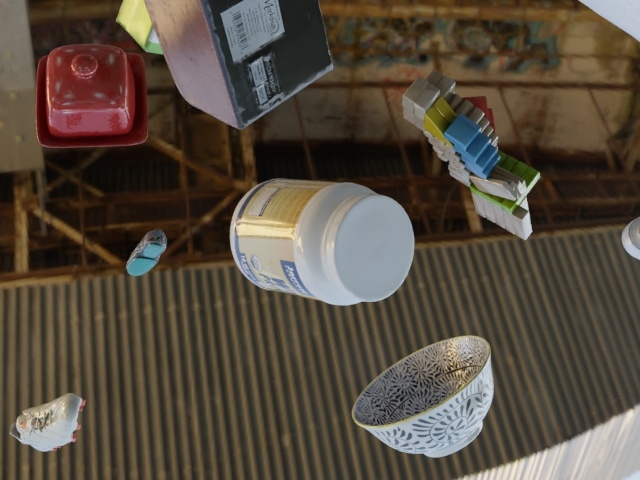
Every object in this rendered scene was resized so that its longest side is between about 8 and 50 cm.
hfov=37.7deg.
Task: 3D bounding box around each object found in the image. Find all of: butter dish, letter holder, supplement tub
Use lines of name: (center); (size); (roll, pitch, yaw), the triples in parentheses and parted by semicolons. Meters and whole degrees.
butter dish: (-0.331, -0.223, 1.339); (0.160, 0.118, 0.160); (-3, -111, -7)
letter holder: (-0.136, -0.314, 1.057); (0.152, 0.301, 0.214); (-38, -134, -26)
supplement tub: (0.000, 0.000, 1.778); (0.228, 0.228, 0.316); (-28, -159, -33)

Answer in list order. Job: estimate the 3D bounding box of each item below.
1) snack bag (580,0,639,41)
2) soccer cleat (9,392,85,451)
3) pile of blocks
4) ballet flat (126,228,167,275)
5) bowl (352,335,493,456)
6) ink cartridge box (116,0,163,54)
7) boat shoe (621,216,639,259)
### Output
snack bag: (0.176, -0.328, 0.801); (0.037, 0.342, 0.323); (-42, -121, -4)
soccer cleat: (-0.397, 0.266, 1.357); (0.076, 0.196, 0.068); (19, -122, -23)
pile of blocks: (0.272, -0.152, 1.524); (0.112, 0.362, 0.149); (-52, -142, -10)
ballet flat: (-0.255, 0.015, 1.387); (0.041, 0.114, 0.041); (15, -122, -25)
bowl: (0.127, 0.183, 1.027); (0.170, 0.080, 0.170); (-29, -170, 6)
ink cartridge box: (-0.142, -0.381, 1.292); (0.189, 0.255, 0.097); (0, -144, -44)
boat shoe: (0.627, -0.021, 1.534); (0.258, 0.084, 0.095); (-6, -112, -7)
